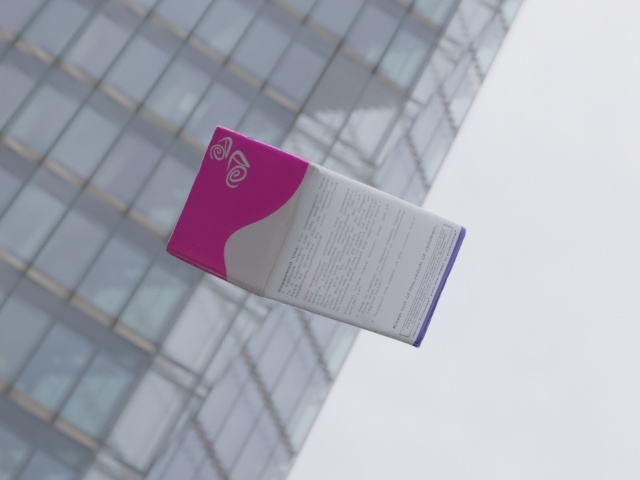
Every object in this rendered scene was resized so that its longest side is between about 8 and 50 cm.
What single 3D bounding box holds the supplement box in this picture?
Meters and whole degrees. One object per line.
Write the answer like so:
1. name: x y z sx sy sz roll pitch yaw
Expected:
1. supplement box: 0.000 0.000 1.515 0.111 0.114 0.220 24 3 38
